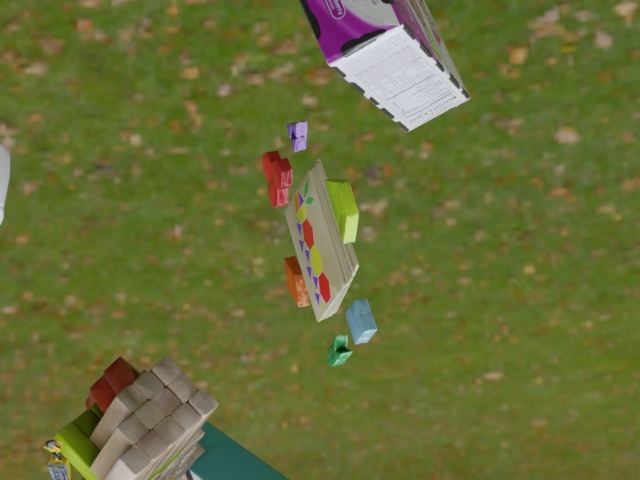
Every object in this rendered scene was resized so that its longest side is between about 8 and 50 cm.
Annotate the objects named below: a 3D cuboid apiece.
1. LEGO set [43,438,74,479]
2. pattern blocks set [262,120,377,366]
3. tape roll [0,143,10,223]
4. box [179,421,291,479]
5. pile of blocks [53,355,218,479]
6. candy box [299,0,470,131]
[{"bbox_3d":[-0.293,0.124,1.034,0.255,0.192,0.331,-5,145,27],"label":"LEGO set"},{"bbox_3d":[0.000,0.000,1.969,0.026,0.324,0.285,-9,168,-20],"label":"pattern blocks set"},{"bbox_3d":[-0.538,-0.069,1.639,0.392,0.072,0.392,1,165,0],"label":"tape roll"},{"bbox_3d":[-0.089,0.270,1.578,0.060,0.100,0.244,-32,-151,-23],"label":"box"},{"bbox_3d":[-0.192,0.187,1.381,0.149,0.112,0.362,-43,172,-16],"label":"pile of blocks"},{"bbox_3d":[0.041,-0.197,1.249,0.071,0.159,0.233,-27,164,12],"label":"candy box"}]
